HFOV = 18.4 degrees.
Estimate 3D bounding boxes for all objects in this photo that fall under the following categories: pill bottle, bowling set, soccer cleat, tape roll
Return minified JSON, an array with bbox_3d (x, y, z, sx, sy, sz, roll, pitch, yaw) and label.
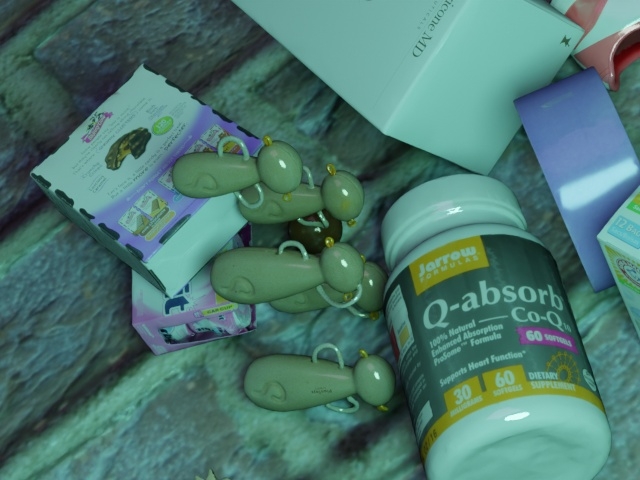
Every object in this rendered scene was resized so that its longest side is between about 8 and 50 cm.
[{"bbox_3d":[0.143,0.087,1.723,0.162,0.162,0.278,-21,52,9],"label":"pill bottle"},{"bbox_3d":[0.000,0.000,1.834,0.154,0.287,0.200,-5,27,31],"label":"bowling set"},{"bbox_3d":[0.380,-0.258,1.910,0.318,0.108,0.116,-29,62,5],"label":"soccer cleat"},{"bbox_3d":[0.243,-0.054,1.760,0.080,0.189,0.189,-24,51,7],"label":"tape roll"}]

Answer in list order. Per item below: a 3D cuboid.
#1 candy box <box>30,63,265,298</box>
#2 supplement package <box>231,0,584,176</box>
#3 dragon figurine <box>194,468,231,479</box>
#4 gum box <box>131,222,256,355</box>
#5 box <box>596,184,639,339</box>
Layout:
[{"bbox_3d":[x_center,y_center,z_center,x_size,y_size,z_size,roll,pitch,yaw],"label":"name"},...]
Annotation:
[{"bbox_3d":[-0.160,-0.062,1.935,0.165,0.070,0.196,-46,51,-12],"label":"candy box"},{"bbox_3d":[0.075,-0.226,1.930,0.293,0.175,0.177,44,106,39],"label":"supplement package"},{"bbox_3d":[-0.052,0.285,1.678,0.085,0.144,0.289,-48,48,0],"label":"dragon figurine"},{"bbox_3d":[-0.126,0.019,1.950,0.107,0.062,0.188,-15,52,14],"label":"gum box"},{"bbox_3d":[0.324,0.037,1.650,0.114,0.203,0.103,32,74,37],"label":"box"}]
